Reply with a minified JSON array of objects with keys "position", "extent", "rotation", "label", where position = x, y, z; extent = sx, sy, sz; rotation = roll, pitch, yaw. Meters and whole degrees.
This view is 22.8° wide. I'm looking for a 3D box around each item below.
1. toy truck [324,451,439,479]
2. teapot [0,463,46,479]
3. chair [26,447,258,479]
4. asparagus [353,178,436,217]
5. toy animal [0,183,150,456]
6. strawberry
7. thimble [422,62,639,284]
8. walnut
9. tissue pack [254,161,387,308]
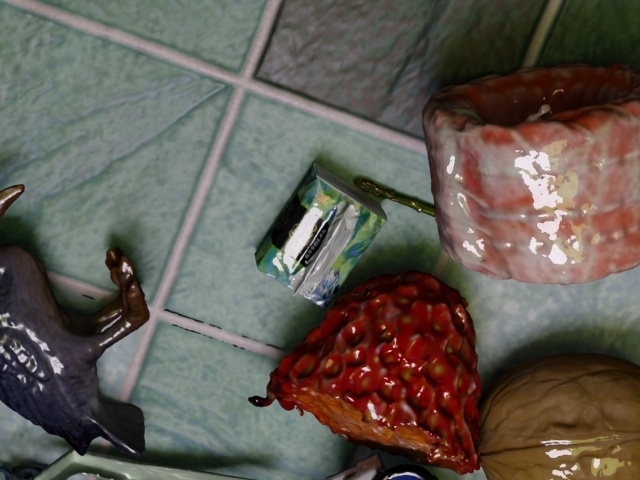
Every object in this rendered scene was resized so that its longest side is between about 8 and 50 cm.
[{"position":[0.059,0.321,1.542],"extent":[0.177,0.161,0.213],"rotation":[-23,79,2],"label":"toy truck"},{"position":[-0.303,0.269,1.617],"extent":[0.049,0.064,0.083],"rotation":[-5,110,-45],"label":"teapot"},{"position":[-0.204,0.330,1.566],"extent":[0.275,0.190,0.203],"rotation":[8,110,13],"label":"chair"},{"position":[0.109,-0.029,1.558],"extent":[0.166,0.013,0.016],"rotation":[20,147,-9],"label":"asparagus"},{"position":[-0.255,0.087,1.520],"extent":[0.185,0.122,0.298],"rotation":[-21,116,-8],"label":"toy animal"},{"position":[0.069,0.119,1.542],"extent":[0.234,0.234,0.178],"rotation":[26,75,-11],"label":"strawberry"},{"position":[0.212,-0.068,1.444],"extent":[0.239,0.239,0.162],"rotation":[-8,109,-1],"label":"thimble"},{"position":[0.252,0.194,1.565],"extent":[0.207,0.167,0.167],"rotation":[-7,108,1],"label":"walnut"},{"position":[0.001,-0.001,1.526],"extent":[0.085,0.079,0.111],"rotation":[32,103,-14],"label":"tissue pack"}]
